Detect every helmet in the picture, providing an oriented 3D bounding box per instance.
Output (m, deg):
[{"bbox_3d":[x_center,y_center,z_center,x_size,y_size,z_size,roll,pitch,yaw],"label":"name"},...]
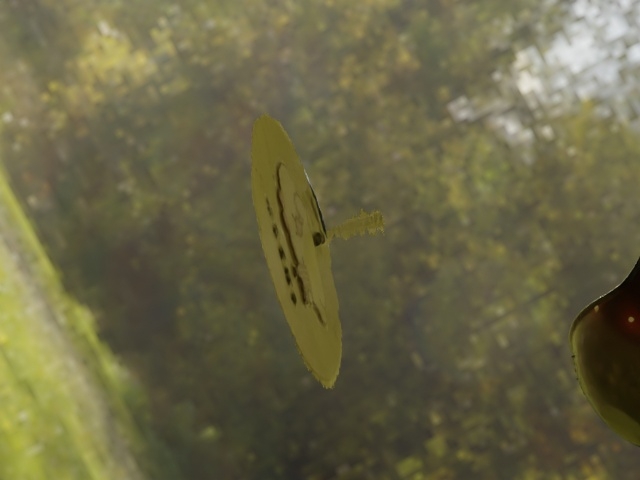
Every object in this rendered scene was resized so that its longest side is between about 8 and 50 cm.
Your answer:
[{"bbox_3d":[0.328,0.094,1.712,0.189,0.216,0.193,67,15,-53],"label":"helmet"}]

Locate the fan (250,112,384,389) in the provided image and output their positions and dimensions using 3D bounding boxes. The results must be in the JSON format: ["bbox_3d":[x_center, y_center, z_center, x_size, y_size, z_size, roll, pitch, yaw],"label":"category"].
[{"bbox_3d":[0.001,0.000,1.241,0.329,0.009,0.190,154,-78,-76],"label":"fan"}]
